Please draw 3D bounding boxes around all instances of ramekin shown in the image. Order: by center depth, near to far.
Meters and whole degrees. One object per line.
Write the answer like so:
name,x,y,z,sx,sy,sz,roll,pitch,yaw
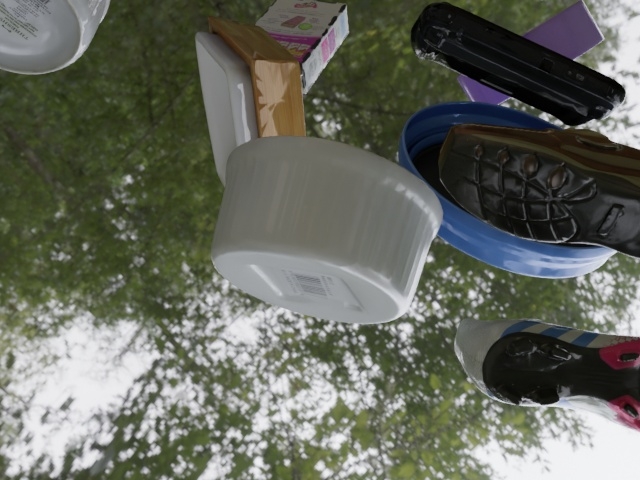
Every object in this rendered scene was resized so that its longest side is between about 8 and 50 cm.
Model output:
ramekin,0.000,0.000,0.940,0.277,0.277,0.135,-4,-119,43
ramekin,-0.377,-0.308,0.972,0.207,0.207,0.109,-23,-133,24

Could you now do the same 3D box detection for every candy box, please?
candy box,-0.057,-0.393,1.532,0.159,0.071,0.233,13,-131,20

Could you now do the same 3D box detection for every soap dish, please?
soap dish,-0.103,-0.189,1.224,0.118,0.291,0.229,-15,-145,-16

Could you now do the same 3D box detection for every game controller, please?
game controller,0.285,-0.257,1.144,0.166,0.319,0.067,-123,-123,-85

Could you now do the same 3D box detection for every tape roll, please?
tape roll,0.408,-0.357,1.512,0.274,0.090,0.275,-31,-176,2

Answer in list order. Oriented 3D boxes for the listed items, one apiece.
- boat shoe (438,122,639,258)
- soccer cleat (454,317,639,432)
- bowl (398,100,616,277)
boat shoe,0.295,-0.069,0.898,0.120,0.323,0.123,-79,-172,-46
soccer cleat,0.315,0.147,0.920,0.143,0.331,0.116,-138,-117,-71
bowl,0.307,-0.089,1.235,0.391,0.390,0.077,-87,-169,-51
